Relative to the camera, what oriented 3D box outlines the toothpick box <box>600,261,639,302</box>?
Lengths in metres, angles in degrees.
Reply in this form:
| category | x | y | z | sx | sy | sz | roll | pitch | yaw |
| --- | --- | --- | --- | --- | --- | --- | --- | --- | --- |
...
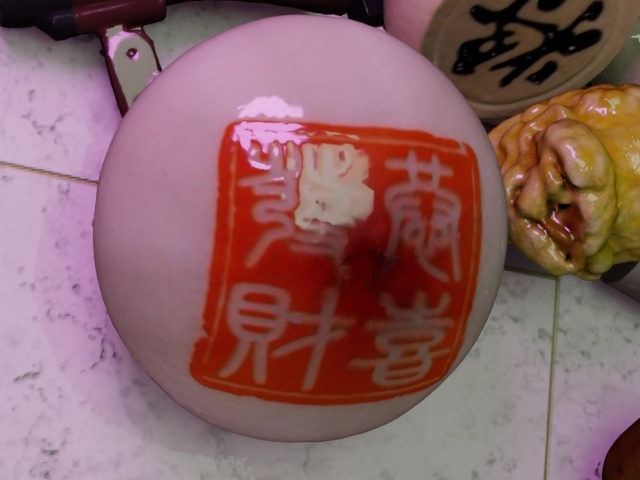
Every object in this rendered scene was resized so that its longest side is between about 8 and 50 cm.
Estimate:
| category | x | y | z | sx | sy | sz | roll | pitch | yaw |
| --- | --- | --- | --- | --- | --- | --- | --- | --- | --- |
| toothpick box | 0.394 | 0.037 | 1.428 | 0.180 | 0.111 | 0.111 | 27 | 70 | -13 |

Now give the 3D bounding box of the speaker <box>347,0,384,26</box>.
| category | x | y | z | sx | sy | sz | roll | pitch | yaw |
| --- | --- | --- | --- | --- | --- | --- | --- | --- | --- |
| speaker | 0.042 | -0.330 | 1.403 | 0.082 | 0.044 | 0.218 | -16 | 85 | -25 |

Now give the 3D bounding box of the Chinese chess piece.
| category | x | y | z | sx | sy | sz | roll | pitch | yaw |
| --- | --- | --- | --- | --- | --- | --- | --- | --- | --- |
| Chinese chess piece | 0.186 | -0.234 | 1.325 | 0.257 | 0.257 | 0.104 | -4 | 49 | -23 |

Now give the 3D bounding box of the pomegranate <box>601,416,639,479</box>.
| category | x | y | z | sx | sy | sz | roll | pitch | yaw |
| --- | --- | --- | --- | --- | --- | --- | --- | --- | --- |
| pomegranate | 0.378 | 0.232 | 1.358 | 0.209 | 0.180 | 0.180 | -29 | 90 | -54 |

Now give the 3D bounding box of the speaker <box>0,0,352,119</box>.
| category | x | y | z | sx | sy | sz | roll | pitch | yaw |
| --- | --- | --- | --- | --- | --- | --- | --- | --- | --- |
| speaker | -0.133 | -0.228 | 1.279 | 0.329 | 0.198 | 0.259 | -21 | 118 | -11 |

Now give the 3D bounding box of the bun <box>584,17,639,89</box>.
| category | x | y | z | sx | sy | sz | roll | pitch | yaw |
| --- | --- | --- | --- | --- | --- | --- | --- | --- | --- |
| bun | 0.390 | -0.227 | 1.467 | 0.239 | 0.141 | 0.239 | 7 | 73 | -23 |

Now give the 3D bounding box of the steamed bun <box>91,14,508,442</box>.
| category | x | y | z | sx | sy | sz | roll | pitch | yaw |
| --- | --- | --- | --- | --- | --- | --- | --- | --- | --- |
| steamed bun | 0.000 | 0.000 | 1.158 | 0.374 | 0.241 | 0.375 | -7 | 108 | -24 |

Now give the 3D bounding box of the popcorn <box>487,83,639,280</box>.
| category | x | y | z | sx | sy | sz | roll | pitch | yaw |
| --- | --- | --- | --- | --- | --- | --- | --- | --- | --- |
| popcorn | 0.248 | -0.065 | 1.319 | 0.226 | 0.203 | 0.200 | 20 | 93 | 26 |
